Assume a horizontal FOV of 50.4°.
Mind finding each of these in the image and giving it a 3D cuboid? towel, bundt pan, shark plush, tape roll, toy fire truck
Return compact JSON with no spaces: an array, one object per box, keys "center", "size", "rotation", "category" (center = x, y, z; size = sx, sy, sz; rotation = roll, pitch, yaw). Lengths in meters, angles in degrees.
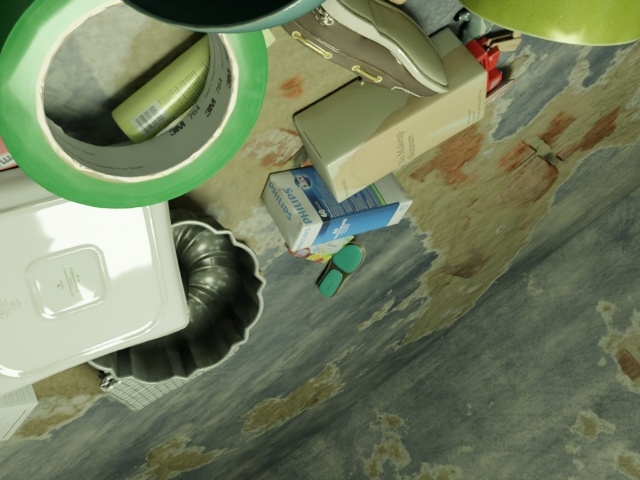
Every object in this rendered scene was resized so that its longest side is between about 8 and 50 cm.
[{"center":[-0.338,0.237,1.478],"size":[0.283,0.121,0.235],"rotation":[-30,156,-9],"category":"towel"},{"center":[-0.267,0.083,1.174],"size":[0.330,0.124,0.331],"rotation":[-12,123,-18],"category":"bundt pan"},{"center":[0.256,-0.382,1.146],"size":[0.067,0.073,0.161],"rotation":[-1,165,-14],"category":"shark plush"},{"center":[-0.221,-0.188,0.804],"size":[0.321,0.077,0.321],"rotation":[-21,139,-20],"category":"tape roll"},{"center":[0.323,-0.354,1.243],"size":[0.135,0.047,0.192],"rotation":[-35,156,2],"category":"toy fire truck"}]

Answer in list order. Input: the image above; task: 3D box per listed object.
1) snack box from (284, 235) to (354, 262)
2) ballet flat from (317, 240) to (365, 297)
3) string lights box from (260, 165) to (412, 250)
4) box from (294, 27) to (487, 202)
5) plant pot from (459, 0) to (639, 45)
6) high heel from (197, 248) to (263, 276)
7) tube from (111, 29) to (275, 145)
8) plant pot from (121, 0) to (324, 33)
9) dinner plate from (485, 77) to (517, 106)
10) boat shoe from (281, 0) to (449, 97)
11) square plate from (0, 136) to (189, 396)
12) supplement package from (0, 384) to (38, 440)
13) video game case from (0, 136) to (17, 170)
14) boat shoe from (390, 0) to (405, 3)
[{"center":[0.000,0.000,1.522],"size":[0.100,0.037,0.141],"rotation":[-43,153,19],"category":"snack box"},{"center":[0.057,0.060,1.682],"size":[0.068,0.072,0.213],"rotation":[-46,172,-47],"category":"ballet flat"},{"center":[0.033,-0.079,1.306],"size":[0.259,0.133,0.077],"rotation":[-14,150,-32],"category":"string lights box"},{"center":[0.123,-0.214,1.180],"size":[0.311,0.121,0.148],"rotation":[-31,155,-2],"category":"box"},{"center":[0.344,-0.451,0.893],"size":[0.274,0.275,0.294],"rotation":[-18,135,-28],"category":"plant pot"},{"center":[-0.228,0.026,1.311],"size":[0.244,0.117,0.082],"rotation":[8,115,-29],"category":"high heel"},{"center":[-0.170,-0.223,0.917],"size":[0.240,0.062,0.070],"rotation":[-38,-164,4],"category":"tube"},{"center":[-0.063,-0.327,0.629],"size":[0.290,0.290,0.195],"rotation":[-40,177,15],"category":"plant pot"},{"center":[0.336,-0.286,1.375],"size":[0.141,0.017,0.141],"rotation":[-37,178,-2],"category":"dinner plate"},{"center":[0.075,-0.283,0.993],"size":[0.096,0.117,0.324],"rotation":[-28,152,33],"category":"boat shoe"},{"center":[-0.363,0.053,0.970],"size":[0.343,0.049,0.348],"rotation":[-19,125,-26],"category":"square plate"},{"center":[-0.647,0.275,1.169],"size":[0.139,0.134,0.244],"rotation":[-45,152,26],"category":"supplement package"},{"center":[-0.502,-0.109,0.774],"size":[0.285,0.025,0.204],"rotation":[-24,154,-16],"category":"video game case"},{"center":[0.150,-0.398,0.952],"size":[0.063,0.059,0.170],"rotation":[-7,145,-43],"category":"boat shoe"}]
